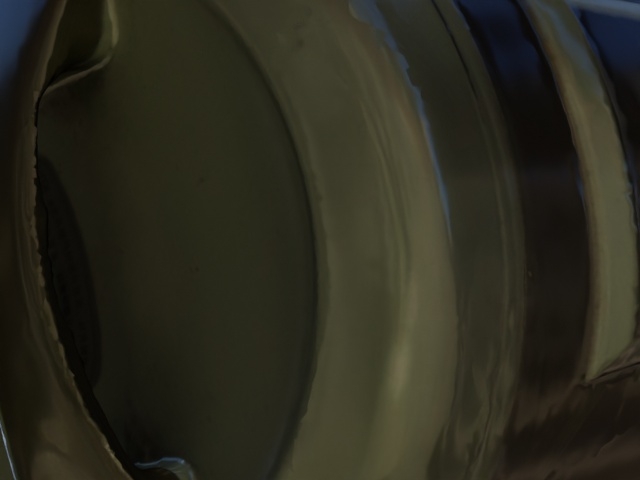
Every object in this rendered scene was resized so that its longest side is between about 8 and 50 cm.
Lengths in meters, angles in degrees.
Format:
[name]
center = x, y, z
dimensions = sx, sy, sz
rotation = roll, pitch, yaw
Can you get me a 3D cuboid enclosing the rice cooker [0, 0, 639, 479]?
[rice cooker]
center = 0.000, 0.000, 0.677
dimensions = 0.325, 0.335, 0.335
rotation = -3, -24, -47
